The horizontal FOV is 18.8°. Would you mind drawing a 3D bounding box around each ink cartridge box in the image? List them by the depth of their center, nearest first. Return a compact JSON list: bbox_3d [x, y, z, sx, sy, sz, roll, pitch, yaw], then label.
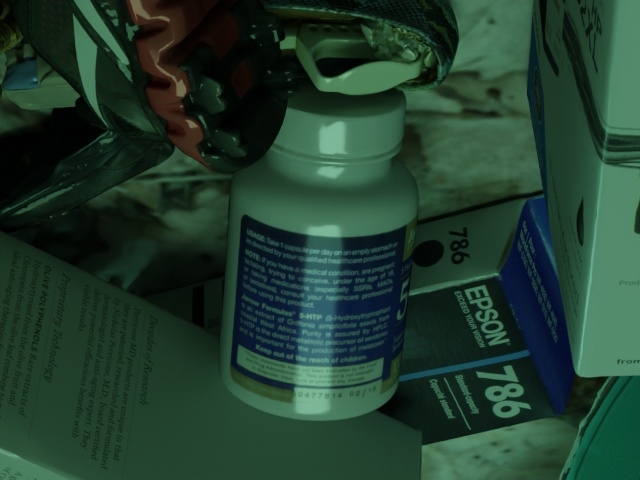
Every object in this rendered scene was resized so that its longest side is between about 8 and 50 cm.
[{"bbox_3d":[0.183,-0.111,0.966,0.129,0.223,0.307,-3,139,0],"label":"ink cartridge box"},{"bbox_3d":[0.044,0.071,1.287,0.333,0.065,0.165,-16,137,13],"label":"ink cartridge box"}]

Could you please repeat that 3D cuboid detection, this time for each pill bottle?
[{"bbox_3d":[0.000,0.000,1.134,0.112,0.112,0.186,2,115,-7],"label":"pill bottle"}]

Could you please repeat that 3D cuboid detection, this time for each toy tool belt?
[{"bbox_3d":[-0.159,-0.102,1.095,0.083,0.051,0.052,-4,156,19],"label":"toy tool belt"}]

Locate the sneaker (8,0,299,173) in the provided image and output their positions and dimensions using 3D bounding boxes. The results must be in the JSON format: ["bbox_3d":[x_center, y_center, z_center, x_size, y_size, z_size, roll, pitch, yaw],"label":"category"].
[{"bbox_3d":[-0.108,-0.160,0.979,0.135,0.097,0.276,7,129,32],"label":"sneaker"}]

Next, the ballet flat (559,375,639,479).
[{"bbox_3d":[0.223,0.233,1.352,0.147,0.147,0.409,20,97,-25],"label":"ballet flat"}]

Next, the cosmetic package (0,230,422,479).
[{"bbox_3d":[-0.134,0.151,1.206,0.365,0.155,0.197,27,136,-28],"label":"cosmetic package"}]

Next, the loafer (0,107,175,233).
[{"bbox_3d":[-0.164,-0.032,1.157,0.170,0.062,0.061,-25,139,25],"label":"loafer"}]

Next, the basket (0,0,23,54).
[{"bbox_3d":[-0.317,-0.094,0.958,0.299,0.213,0.223,-11,138,8],"label":"basket"}]

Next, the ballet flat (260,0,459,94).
[{"bbox_3d":[-0.015,-0.110,1.075,0.188,0.070,0.070,-1,139,-2],"label":"ballet flat"}]
